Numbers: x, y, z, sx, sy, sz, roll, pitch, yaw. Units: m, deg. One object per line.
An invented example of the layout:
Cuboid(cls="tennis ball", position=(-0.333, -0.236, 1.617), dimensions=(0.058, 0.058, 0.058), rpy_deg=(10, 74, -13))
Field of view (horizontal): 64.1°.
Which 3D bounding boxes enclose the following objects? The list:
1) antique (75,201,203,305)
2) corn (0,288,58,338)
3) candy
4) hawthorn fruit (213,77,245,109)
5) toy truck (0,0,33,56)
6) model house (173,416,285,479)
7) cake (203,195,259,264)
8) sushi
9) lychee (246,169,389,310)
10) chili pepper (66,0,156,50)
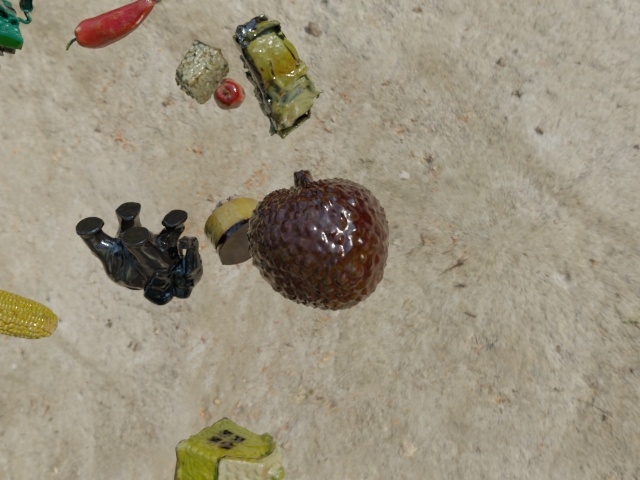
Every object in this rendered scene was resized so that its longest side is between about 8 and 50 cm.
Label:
Cuboid(cls="antique", position=(-0.476, 0.039, 1.420), dimensions=(0.323, 0.185, 0.255), rpy_deg=(7, 132, 11))
Cuboid(cls="corn", position=(-0.677, 0.143, 1.035), dimensions=(0.101, 0.292, 0.101), rpy_deg=(-17, 59, 31))
Cuboid(cls="candy", position=(-0.233, -0.330, 1.003), dimensions=(0.085, 0.095, 0.110), rpy_deg=(29, 78, 18))
Cuboid(cls="hawthorn fruit", position=(-0.247, -0.396, 1.380), dimensions=(0.093, 0.093, 0.093), rpy_deg=(0, 90, 19))
Cuboid(cls="toy truck", position=(-0.710, -0.419, 0.896), dimensions=(0.178, 0.364, 0.176), rpy_deg=(-50, 59, 37))
Cuboid(cls="model house", position=(-0.183, 0.525, 1.109), dimensions=(0.234, 0.175, 0.193), rpy_deg=(7, 97, 39))
Cuboid(cls="cake", position=(-0.256, -0.053, 1.488), dimensions=(0.178, 0.208, 0.185), rpy_deg=(46, 126, 22))
Cuboid(cls="sushi", position=(-0.089, -0.353, 1.118), dimensions=(0.139, 0.291, 0.131), rpy_deg=(-37, 50, -12))
Cuboid(cls="lychee", position=(0.000, 0.000, 0.906), dimensions=(0.261, 0.261, 0.260), rpy_deg=(0, 90, 19))
Cuboid(cls="chili pepper", position=(-0.497, -0.499, 1.197), dimensions=(0.273, 0.063, 0.071), rpy_deg=(-15, 103, 18))
